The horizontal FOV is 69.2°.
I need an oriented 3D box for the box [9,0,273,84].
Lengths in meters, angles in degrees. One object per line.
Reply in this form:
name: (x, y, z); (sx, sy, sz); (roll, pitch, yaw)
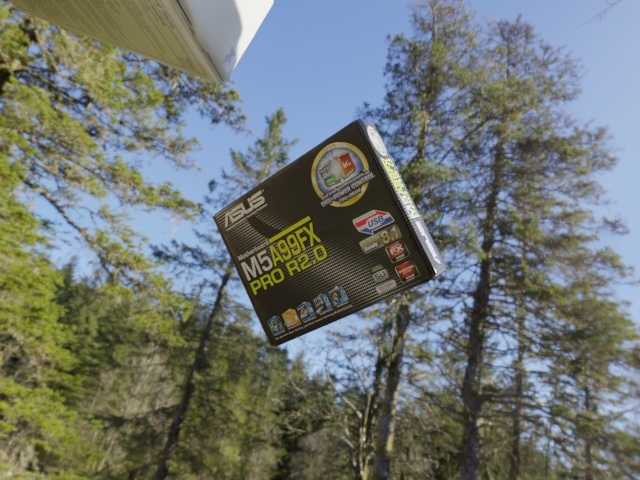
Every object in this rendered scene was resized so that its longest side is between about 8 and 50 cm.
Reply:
box: (-0.221, -0.293, 0.480); (0.311, 0.121, 0.148); (24, -13, 14)

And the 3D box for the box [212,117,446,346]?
box: (0.000, 0.000, 0.635); (0.270, 0.216, 0.060); (-28, -6, 28)
